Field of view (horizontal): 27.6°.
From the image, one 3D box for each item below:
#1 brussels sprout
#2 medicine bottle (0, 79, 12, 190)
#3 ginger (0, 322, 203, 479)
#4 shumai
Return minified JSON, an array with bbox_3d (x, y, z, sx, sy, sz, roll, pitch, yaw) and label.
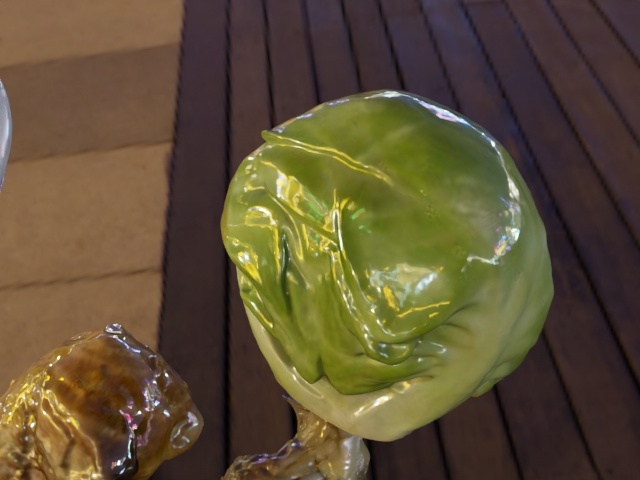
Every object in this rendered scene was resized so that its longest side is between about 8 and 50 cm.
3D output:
[{"bbox_3d":[0.053,0.014,1.199,0.247,0.328,0.328,-21,35,-37],"label":"brussels sprout"},{"bbox_3d":[-0.400,-0.087,1.239,0.202,0.202,0.316,-19,0,-16],"label":"medicine bottle"},{"bbox_3d":[-0.290,0.225,1.624,0.269,0.200,0.223,-34,3,40],"label":"ginger"},{"bbox_3d":[-0.016,0.287,1.635,0.206,0.176,0.166,9,18,-26],"label":"shumai"}]
